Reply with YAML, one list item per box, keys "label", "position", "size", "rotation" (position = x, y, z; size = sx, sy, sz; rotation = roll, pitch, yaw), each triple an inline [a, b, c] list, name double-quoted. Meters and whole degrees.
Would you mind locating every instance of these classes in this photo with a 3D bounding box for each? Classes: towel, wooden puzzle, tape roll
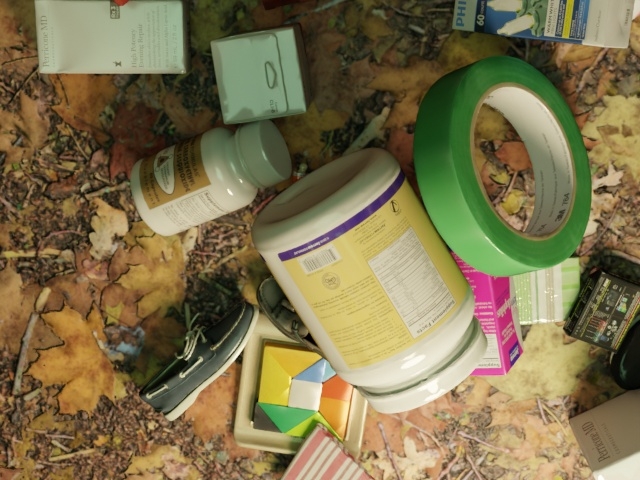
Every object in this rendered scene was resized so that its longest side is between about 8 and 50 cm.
- label: "towel"
  position: [0.027, 0.419, 1.821]
  size: [0.197, 0.029, 0.144]
  rotation: [42, 110, 24]
- label: "wooden puzzle"
  position: [-0.027, 0.250, 1.843]
  size: [0.221, 0.044, 0.238]
  rotation: [8, 103, 1]
- label: "tape roll"
  position: [0.274, -0.109, 1.622]
  size: [0.077, 0.321, 0.321]
  rotation: [-17, 105, 48]
- label: "towel"
  position: [0.349, 0.082, 1.803]
  size: [0.152, 0.023, 0.113]
  rotation: [-3, 105, 1]

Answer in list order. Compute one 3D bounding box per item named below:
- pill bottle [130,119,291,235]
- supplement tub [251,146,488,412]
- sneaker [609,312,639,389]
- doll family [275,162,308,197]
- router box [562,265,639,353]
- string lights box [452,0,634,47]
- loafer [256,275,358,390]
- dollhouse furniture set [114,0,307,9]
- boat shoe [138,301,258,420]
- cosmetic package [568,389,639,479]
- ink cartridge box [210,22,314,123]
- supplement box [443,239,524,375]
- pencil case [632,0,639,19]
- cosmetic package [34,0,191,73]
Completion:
- label: "pill bottle"
  position: [-0.168, -0.102, 1.702]
  size: [0.229, 0.131, 0.131]
  rotation: [-20, 101, 21]
- label: "supplement tub"
  position: [0.077, 0.059, 1.596]
  size: [0.241, 0.241, 0.331]
  rotation: [-29, 106, 9]
- label: "sneaker"
  position: [0.586, 0.146, 1.750]
  size: [0.283, 0.124, 0.107]
  rotation: [-40, 98, 10]
- label: "doll family"
  position: [0.000, 0.000, 1.756]
  size: [0.163, 0.118, 0.263]
  rotation: [-22, 101, -11]
- label: "router box"
  position: [0.462, 0.112, 1.783]
  size: [0.092, 0.038, 0.122]
  rotation: [21, 103, -15]
- label: "string lights box"
  position: [0.324, -0.360, 1.599]
  size: [0.260, 0.077, 0.133]
  rotation: [16, 107, 40]
- label: "loafer"
  position: [0.009, 0.143, 1.771]
  size: [0.267, 0.084, 0.096]
  rotation: [39, 80, 6]
- label: "dollhouse furniture set"
  position: [-0.178, -0.441, 1.621]
  size: [0.374, 0.152, 0.201]
  rotation: [-8, 90, 5]
- label: "boat shoe"
  position: [-0.202, 0.188, 1.815]
  size: [0.079, 0.095, 0.254]
  rotation: [37, 111, -17]
- label: "cosmetic package"
  position: [0.645, 0.289, 1.728]
  size: [0.453, 0.230, 0.161]
  rotation: [-28, 100, 7]
- label: "ink cartridge box"
  position: [-0.085, -0.255, 1.663]
  size: [0.127, 0.176, 0.128]
  rotation: [-8, 102, 4]
- label: "supplement box"
  position: [0.243, 0.096, 1.746]
  size: [0.114, 0.111, 0.220]
  rotation: [-3, 105, 27]
- label: "pencil case"
  position: [0.501, -0.422, 1.627]
  size: [0.273, 0.124, 0.113]
  rotation: [-38, 99, 11]
- label: "cosmetic package"
  position: [-0.320, -0.318, 1.708]
  size: [0.231, 0.085, 0.117]
  rotation: [-1, 102, 1]
